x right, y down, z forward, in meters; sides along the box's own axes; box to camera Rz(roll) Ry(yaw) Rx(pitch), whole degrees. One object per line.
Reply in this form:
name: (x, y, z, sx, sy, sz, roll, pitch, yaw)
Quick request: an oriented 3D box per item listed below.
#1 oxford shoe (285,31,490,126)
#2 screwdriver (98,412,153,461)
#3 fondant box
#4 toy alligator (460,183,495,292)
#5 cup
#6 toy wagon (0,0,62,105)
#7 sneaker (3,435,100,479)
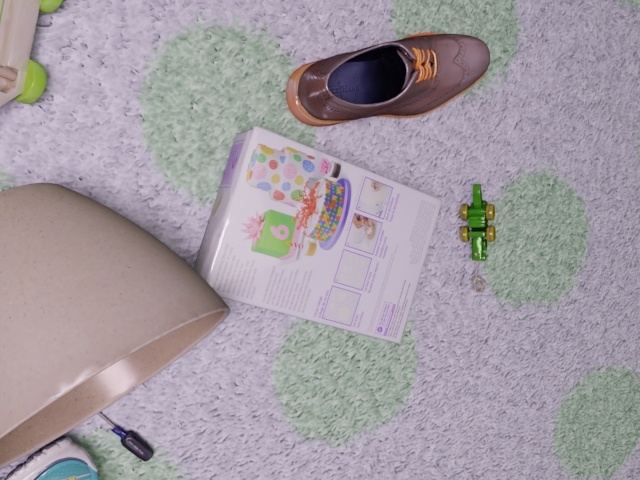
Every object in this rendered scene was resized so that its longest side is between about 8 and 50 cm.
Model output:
oxford shoe: (0.135, -0.251, 0.920, 0.364, 0.133, 0.130, -21, 102, -21)
screwdriver: (-0.302, 0.255, 0.838, 0.025, 0.024, 0.170, -42, 105, 15)
fondant box: (0.000, 0.000, 0.905, 0.330, 0.096, 0.238, 18, 87, -25)
toy alligator: (0.281, -0.006, 1.056, 0.051, 0.056, 0.189, -16, 105, -63)
cup: (-0.305, 0.076, 0.683, 0.331, 0.331, 0.237, -32, 82, -18)
toy wagon: (-0.424, -0.231, 0.638, 0.267, 0.068, 0.344, 13, 88, -61)
sneaker: (-0.400, 0.372, 0.740, 0.275, 0.107, 0.110, -40, 89, -15)
